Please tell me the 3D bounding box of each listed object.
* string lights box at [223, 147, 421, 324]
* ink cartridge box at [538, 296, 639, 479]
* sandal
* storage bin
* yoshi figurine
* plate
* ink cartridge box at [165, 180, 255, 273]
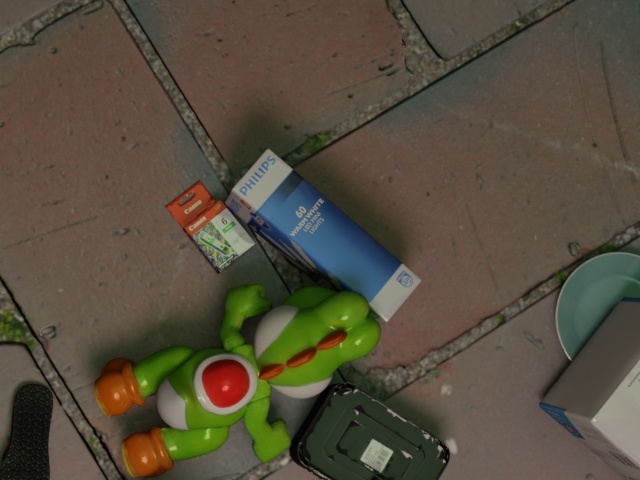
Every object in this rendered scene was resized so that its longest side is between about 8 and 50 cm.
[{"bbox_3d":[0.000,0.000,1.863,0.260,0.133,0.077,40,79,-2],"label":"string lights box"},{"bbox_3d":[0.471,0.234,1.856,0.270,0.198,0.197,41,82,-8],"label":"ink cartridge box"},{"bbox_3d":[-0.376,0.273,1.823,0.067,0.040,0.179,12,67,-13],"label":"sandal"},{"bbox_3d":[0.063,0.277,1.863,0.180,0.084,0.122,32,79,-3],"label":"storage bin"},{"bbox_3d":[-0.089,0.163,1.817,0.362,0.203,0.203,-24,43,9],"label":"yoshi figurine"},{"bbox_3d":[0.412,0.110,1.970,0.188,0.024,0.188,1,82,-10],"label":"plate"},{"bbox_3d":[-0.147,-0.019,1.896,0.063,0.029,0.115,-39,90,-11],"label":"ink cartridge box"}]
